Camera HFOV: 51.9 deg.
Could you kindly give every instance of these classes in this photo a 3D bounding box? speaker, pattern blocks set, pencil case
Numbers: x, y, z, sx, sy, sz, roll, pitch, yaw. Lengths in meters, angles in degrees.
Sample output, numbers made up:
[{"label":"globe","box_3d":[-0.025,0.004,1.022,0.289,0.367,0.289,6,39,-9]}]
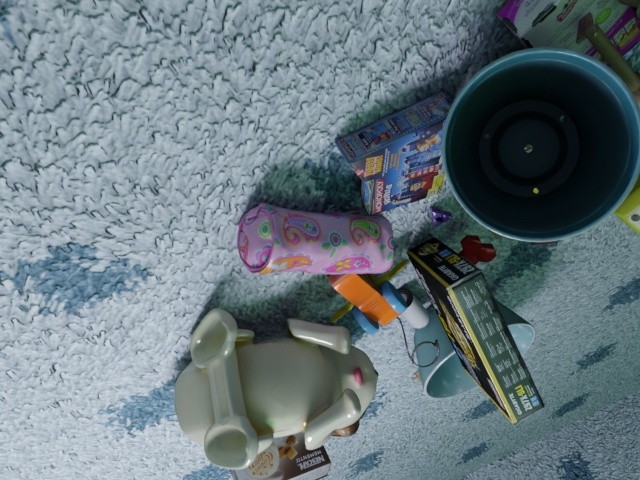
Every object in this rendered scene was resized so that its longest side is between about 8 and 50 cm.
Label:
[{"label":"speaker","box_3d":[0.210,0.159,1.530,0.055,0.055,0.136,-35,144,8]},{"label":"pattern blocks set","box_3d":[0.372,-0.086,1.270,0.325,0.026,0.285,-23,126,22]},{"label":"pencil case","box_3d":[0.000,0.000,1.139,0.284,0.124,0.124,1,135,-37]}]

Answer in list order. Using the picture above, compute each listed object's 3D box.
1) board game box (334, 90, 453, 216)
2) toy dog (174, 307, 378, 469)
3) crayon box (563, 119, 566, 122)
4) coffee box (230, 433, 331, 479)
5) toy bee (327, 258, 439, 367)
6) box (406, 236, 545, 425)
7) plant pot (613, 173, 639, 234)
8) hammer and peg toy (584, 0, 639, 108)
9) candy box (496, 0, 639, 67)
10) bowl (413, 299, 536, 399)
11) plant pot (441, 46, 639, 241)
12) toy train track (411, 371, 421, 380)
[{"label":"board game box","box_3d":[0.119,-0.135,1.097,0.194,0.060,0.194,-17,143,-15]},{"label":"toy dog","box_3d":[-0.063,0.318,1.352,0.408,0.284,0.395,1,148,-36]},{"label":"crayon box","box_3d":[0.534,-0.164,1.333,0.202,0.081,0.318,12,128,-44]},{"label":"coffee box","box_3d":[-0.113,0.606,1.784,0.247,0.141,0.098,-14,142,-19]},{"label":"toy bee","box_3d":[0.109,0.127,1.367,0.195,0.162,0.298,-21,120,2]},{"label":"box","box_3d":[0.303,0.170,1.317,0.079,0.257,0.322,-28,107,0]},{"label":"plant pot","box_3d":[0.743,-0.099,1.352,0.227,0.207,0.228,37,127,-6]},{"label":"hammer and peg toy","box_3d":[0.553,-0.364,0.966,0.266,0.127,0.361,5,115,-44]},{"label":"candy box","box_3d":[0.398,-0.339,1.028,0.159,0.071,0.233,-44,143,19]},{"label":"bowl","box_3d":[0.358,0.243,1.643,0.312,0.163,0.311,-19,143,-15]},{"label":"plant pot","box_3d":[0.339,-0.147,1.040,0.272,0.271,0.255,-41,176,16]},{"label":"toy train track","box_3d":[0.297,0.378,1.899,0.083,0.014,0.048,-28,138,-12]}]
